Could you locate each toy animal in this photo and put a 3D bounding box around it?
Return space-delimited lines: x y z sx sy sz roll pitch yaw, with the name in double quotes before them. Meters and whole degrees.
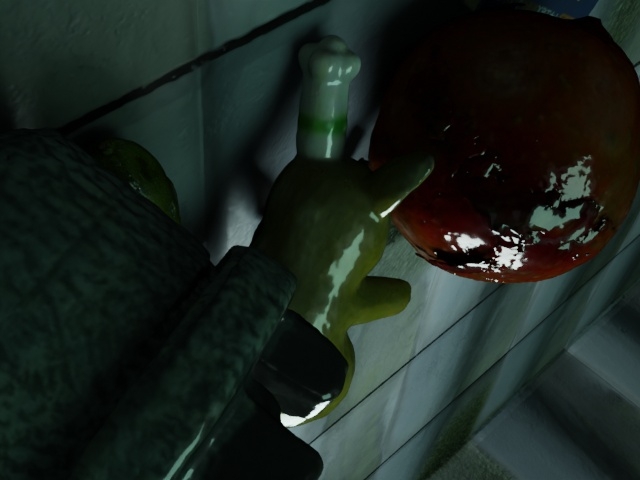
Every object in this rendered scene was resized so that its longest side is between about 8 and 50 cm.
"toy animal" 0.002 0.006 0.870 0.363 0.181 0.180 -63 165 8

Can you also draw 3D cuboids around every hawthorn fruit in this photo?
"hawthorn fruit" 0.194 -0.105 0.933 0.316 0.316 0.316 -38 154 -22

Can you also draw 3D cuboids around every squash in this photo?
"squash" -0.155 0.033 0.794 0.087 0.087 0.331 -37 155 -24

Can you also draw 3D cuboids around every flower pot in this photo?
"flower pot" -0.150 0.114 0.575 0.299 0.283 0.299 -54 -174 8

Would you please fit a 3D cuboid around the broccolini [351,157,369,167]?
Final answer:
"broccolini" -0.014 0.006 1.036 0.054 0.051 0.239 28 109 -27

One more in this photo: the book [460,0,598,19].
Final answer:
"book" 0.337 -0.419 0.999 0.300 0.039 0.428 -6 133 -57
